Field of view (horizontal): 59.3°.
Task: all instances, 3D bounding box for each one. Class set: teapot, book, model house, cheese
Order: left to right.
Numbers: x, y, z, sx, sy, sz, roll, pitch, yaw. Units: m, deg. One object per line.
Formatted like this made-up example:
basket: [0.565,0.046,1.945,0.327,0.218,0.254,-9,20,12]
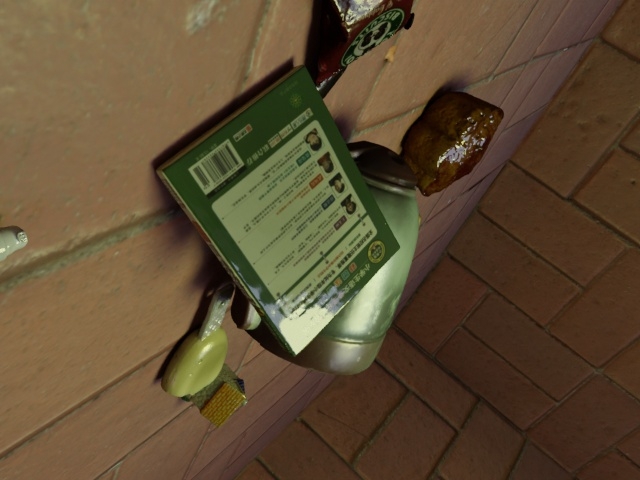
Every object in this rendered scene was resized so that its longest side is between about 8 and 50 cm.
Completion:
cheese: [-0.189,0.163,0.912,0.127,0.050,0.255,-30,153,-47]
model house: [-0.198,0.303,1.106,0.087,0.100,0.101,-51,165,1]
book: [-0.029,-0.029,0.636,0.202,0.027,0.264,-44,119,-24]
teapot: [0.000,0.000,0.807,0.315,0.233,0.312,9,108,-47]

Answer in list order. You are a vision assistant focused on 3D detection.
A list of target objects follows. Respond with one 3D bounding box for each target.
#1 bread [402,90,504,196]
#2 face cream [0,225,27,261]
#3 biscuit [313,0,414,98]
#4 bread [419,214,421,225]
bread: [0.270,-0.200,1.182,0.232,0.135,0.247,-51,165,2]
face cream: [-0.268,0.017,0.386,0.130,0.034,0.034,-29,153,-51]
biscuit: [0.050,-0.257,0.590,0.151,0.063,0.235,-34,165,-14]
bread: [0.156,-0.001,1.390,0.217,0.098,0.147,-40,160,-41]
